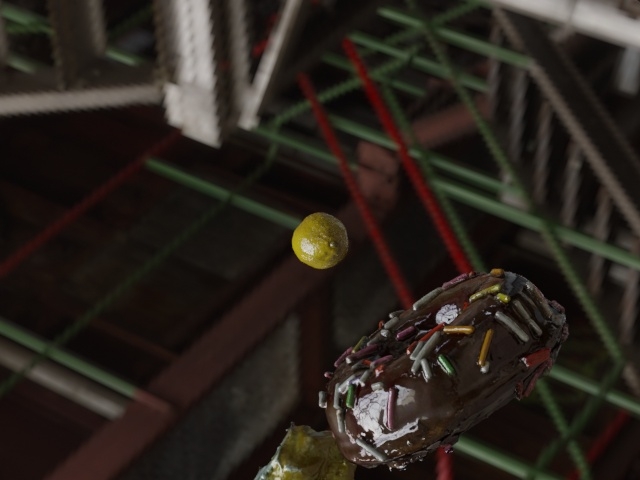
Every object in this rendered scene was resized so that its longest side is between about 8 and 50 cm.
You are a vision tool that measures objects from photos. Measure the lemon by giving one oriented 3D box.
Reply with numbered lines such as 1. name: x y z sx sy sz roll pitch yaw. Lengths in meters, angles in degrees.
1. lemon: 0.000 0.000 2.041 0.065 0.092 0.065 -3 -78 -16

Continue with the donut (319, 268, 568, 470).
1. donut: 0.116 0.120 1.729 0.269 0.269 0.103 -42 -77 -40

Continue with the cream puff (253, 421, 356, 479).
1. cream puff: -0.013 0.288 2.039 0.121 0.156 0.156 -87 -2 -53
